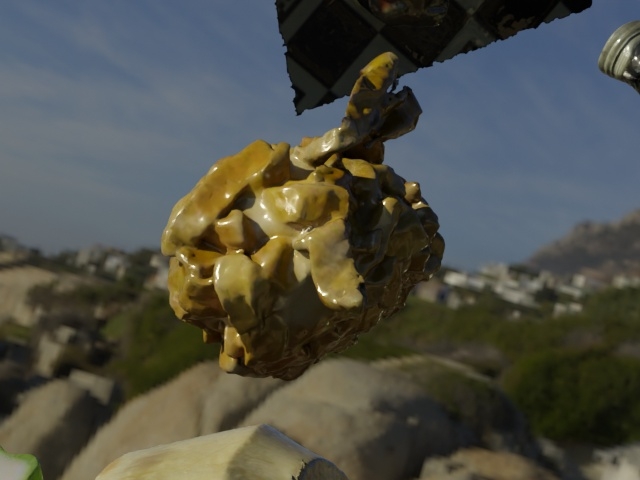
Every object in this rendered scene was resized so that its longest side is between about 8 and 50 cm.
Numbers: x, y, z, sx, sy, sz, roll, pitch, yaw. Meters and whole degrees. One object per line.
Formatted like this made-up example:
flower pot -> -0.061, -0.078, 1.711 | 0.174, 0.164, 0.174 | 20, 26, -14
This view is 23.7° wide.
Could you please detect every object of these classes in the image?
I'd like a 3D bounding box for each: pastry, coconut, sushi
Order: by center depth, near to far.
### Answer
pastry -> 0.000, 0.000, 0.751 | 0.102, 0.154, 0.250 | 54, -3, 7
sushi -> 0.074, -0.198, 0.900 | 0.220, 0.231, 0.047 | -22, 36, -15
coconut -> -0.110, 0.340, 1.501 | 0.323, 0.322, 0.323 | 17, -4, 1

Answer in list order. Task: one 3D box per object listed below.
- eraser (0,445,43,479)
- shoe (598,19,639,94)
eraser -> -0.376, 0.325, 1.582 | 0.210, 0.274, 0.092 | 10, 37, 18
shoe -> 0.335, -0.146, 1.348 | 0.169, 0.071, 0.099 | -4, 43, -26
